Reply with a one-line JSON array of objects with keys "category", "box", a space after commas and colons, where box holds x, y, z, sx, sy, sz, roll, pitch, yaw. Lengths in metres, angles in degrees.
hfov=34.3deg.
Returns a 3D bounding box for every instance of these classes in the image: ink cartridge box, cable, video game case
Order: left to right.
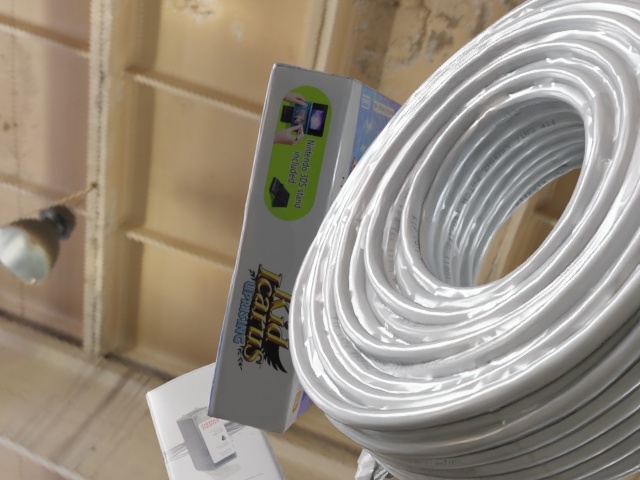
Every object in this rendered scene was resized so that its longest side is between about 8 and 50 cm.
[{"category": "ink cartridge box", "box": [-0.068, 0.230, 0.890, 0.092, 0.218, 0.159, -21, -58, -6]}, {"category": "video game case", "box": [0.000, 0.000, 0.813, 0.061, 0.269, 0.244, 13, -84, 11]}, {"category": "cable", "box": [0.096, -0.006, 0.473, 0.089, 0.257, 0.257, 35, -44, -28]}]
